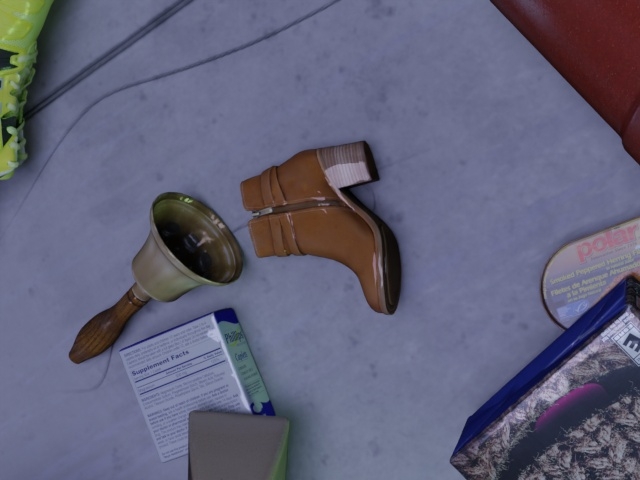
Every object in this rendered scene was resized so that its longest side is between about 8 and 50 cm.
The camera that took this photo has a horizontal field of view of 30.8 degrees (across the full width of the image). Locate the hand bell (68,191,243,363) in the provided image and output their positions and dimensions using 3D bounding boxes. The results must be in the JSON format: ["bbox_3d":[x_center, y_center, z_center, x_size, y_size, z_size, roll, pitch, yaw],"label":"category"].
[{"bbox_3d":[-0.213,0.066,1.320,0.242,0.126,0.126,-41,81,27],"label":"hand bell"}]

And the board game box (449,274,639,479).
[{"bbox_3d":[0.311,0.223,1.109,0.291,0.141,0.232,45,107,4],"label":"board game box"}]

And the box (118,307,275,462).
[{"bbox_3d":[-0.137,0.160,1.303,0.126,0.072,0.137,-22,87,16],"label":"box"}]

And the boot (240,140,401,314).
[{"bbox_3d":[0.000,0.000,1.254,0.152,0.073,0.197,-16,76,16],"label":"boot"}]

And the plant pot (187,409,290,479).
[{"bbox_3d":[-0.091,0.255,1.227,0.109,0.096,0.109,5,123,0],"label":"plant pot"}]

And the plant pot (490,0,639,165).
[{"bbox_3d":[0.310,-0.217,1.056,0.265,0.272,0.272,45,105,18],"label":"plant pot"}]

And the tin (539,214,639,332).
[{"bbox_3d":[0.315,0.032,1.173,0.190,0.040,0.106,-21,91,17],"label":"tin"}]

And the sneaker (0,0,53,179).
[{"bbox_3d":[-0.391,-0.157,1.351,0.147,0.145,0.384,32,105,-8],"label":"sneaker"}]
